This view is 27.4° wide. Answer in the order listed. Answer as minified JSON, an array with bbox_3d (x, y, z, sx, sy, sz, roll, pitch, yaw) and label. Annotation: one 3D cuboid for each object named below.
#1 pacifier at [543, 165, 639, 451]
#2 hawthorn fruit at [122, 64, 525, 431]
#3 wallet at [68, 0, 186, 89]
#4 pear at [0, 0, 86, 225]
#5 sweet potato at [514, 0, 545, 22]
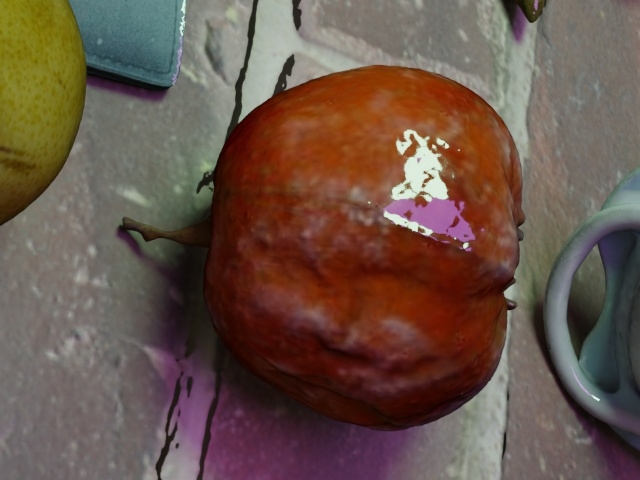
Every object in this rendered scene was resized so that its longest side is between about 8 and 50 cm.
[{"bbox_3d":[0.311,0.043,1.076,0.207,0.227,0.279,-35,133,-58],"label":"pacifier"},{"bbox_3d":[0.000,0.000,0.876,0.271,0.242,0.242,10,65,1],"label":"hawthorn fruit"},{"bbox_3d":[-0.198,-0.265,0.911,0.251,0.054,0.290,9,71,-30],"label":"wallet"},{"bbox_3d":[-0.232,-0.100,0.740,0.208,0.209,0.209,12,68,-31],"label":"pear"},{"bbox_3d":[0.178,-0.258,1.180,0.041,0.038,0.153,36,45,-46],"label":"sweet potato"}]
